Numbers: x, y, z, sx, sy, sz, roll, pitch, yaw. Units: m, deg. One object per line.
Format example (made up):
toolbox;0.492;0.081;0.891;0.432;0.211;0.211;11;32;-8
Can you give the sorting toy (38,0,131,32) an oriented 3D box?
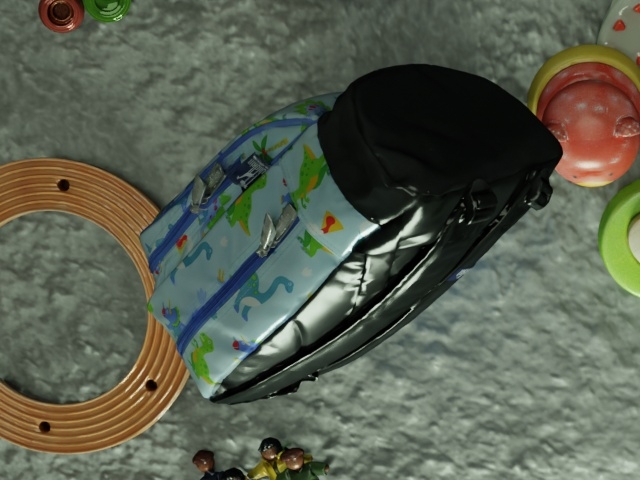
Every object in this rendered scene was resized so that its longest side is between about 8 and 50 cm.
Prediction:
sorting toy;-0.253;-0.260;1.584;0.102;0.042;0.061;-14;112;2

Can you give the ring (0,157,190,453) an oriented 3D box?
ring;-0.292;0.073;1.649;0.336;0.032;0.337;2;99;12

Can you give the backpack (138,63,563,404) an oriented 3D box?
backpack;0.000;0.000;1.341;0.273;0.290;0.355;42;122;19

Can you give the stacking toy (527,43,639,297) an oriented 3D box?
stacking toy;0.370;-0.068;1.407;0.309;0.130;0.280;-16;106;14

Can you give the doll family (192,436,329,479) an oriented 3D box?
doll family;-0.069;0.269;1.612;0.193;0.076;0.111;-23;99;18

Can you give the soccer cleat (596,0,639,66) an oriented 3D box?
soccer cleat;0.325;-0.255;1.448;0.068;0.076;0.196;14;122;-9
